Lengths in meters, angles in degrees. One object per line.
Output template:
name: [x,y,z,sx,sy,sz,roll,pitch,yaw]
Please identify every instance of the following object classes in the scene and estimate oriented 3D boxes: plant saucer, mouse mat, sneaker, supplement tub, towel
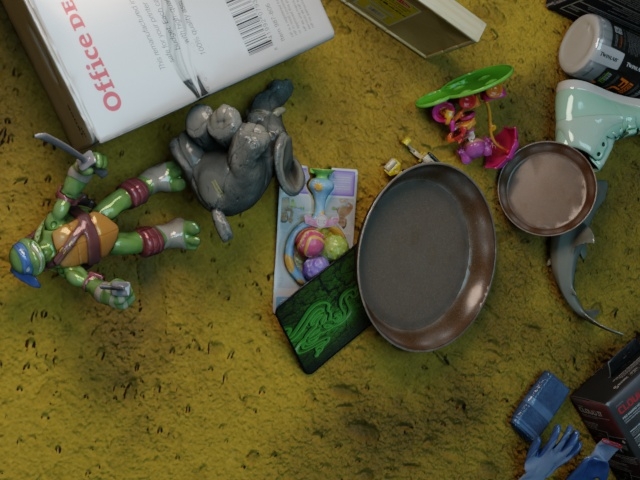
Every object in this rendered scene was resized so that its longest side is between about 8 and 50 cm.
plant saucer: [0.166,0.026,1.660,0.311,0.050,0.310,-6,100,-37]
mouse mat: [0.023,0.109,1.621,0.190,0.007,0.152,-37,126,-19]
sneaker: [0.530,-0.182,1.829,0.256,0.094,0.151,14,78,-14]
supplement tub: [0.534,-0.323,1.822,0.190,0.117,0.117,16,83,-22]
towel: [0.386,0.293,1.798,0.067,0.029,0.119,45,74,-18]
plant saucer: [0.393,-0.088,1.767,0.169,0.029,0.168,-2,80,11]

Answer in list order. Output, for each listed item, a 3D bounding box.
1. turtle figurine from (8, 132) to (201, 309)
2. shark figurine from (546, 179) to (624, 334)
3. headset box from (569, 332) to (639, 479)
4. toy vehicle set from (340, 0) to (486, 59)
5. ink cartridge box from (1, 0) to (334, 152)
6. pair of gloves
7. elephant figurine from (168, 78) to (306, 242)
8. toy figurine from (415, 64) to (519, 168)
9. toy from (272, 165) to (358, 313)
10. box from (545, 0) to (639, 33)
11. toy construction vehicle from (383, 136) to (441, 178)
turtle figurine: [-0.273,-0.019,1.393,0.266,0.274,0.197,-25,71,-44]
shark figurine: [0.457,0.028,1.789,0.166,0.116,0.278,0,88,-23]
headset box: [0.608,0.317,1.853,0.218,0.110,0.293,-36,103,-20]
toy vehicle set: [0.113,-0.383,1.607,0.267,0.166,0.035,30,78,-21]
ink cartridge box: [-0.225,-0.335,1.455,0.395,0.166,0.285,-28,100,-22]
pair of gloves: [0.435,0.395,1.784,0.198,0.023,0.159,18,117,-25]
elephant figurine: [-0.095,-0.129,1.517,0.169,0.239,0.186,41,112,18]
toy figurine: [0.265,-0.190,1.715,0.173,0.130,0.159,-22,109,-1]
toy: [0.000,0.000,1.614,0.137,0.056,0.237,2,89,-23]
box: [0.605,-0.468,1.757,0.296,0.294,0.182,16,81,-23]
toy construction vehicle: [0.154,-0.113,1.700,0.098,0.035,0.086,40,85,-16]
